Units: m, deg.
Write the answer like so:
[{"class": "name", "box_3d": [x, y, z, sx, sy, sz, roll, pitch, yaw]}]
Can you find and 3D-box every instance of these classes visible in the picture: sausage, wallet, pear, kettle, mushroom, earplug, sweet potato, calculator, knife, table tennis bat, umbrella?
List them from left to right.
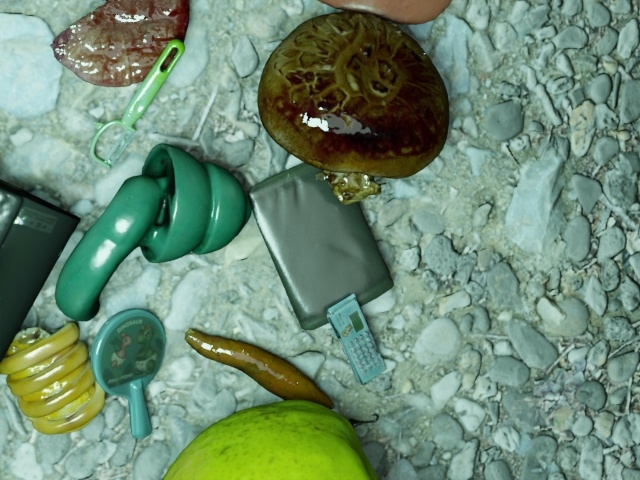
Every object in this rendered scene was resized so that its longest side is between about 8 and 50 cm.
[{"class": "kettle", "box_3d": [-0.442, 0.074, 0.949, 0.203, 0.262, 0.308, 30, 83, -54]}, {"class": "table tennis bat", "box_3d": [-0.274, 0.197, 1.121, 0.124, 0.033, 0.201, -21, 112, -45]}, {"class": "knife", "box_3d": [-0.261, -0.196, 1.073, 0.054, 0.015, 0.212, 32, 104, -26]}, {"class": "earplug", "box_3d": [-0.226, -0.005, 1.066, 0.280, 0.164, 0.258, -5, 104, -28]}, {"class": "sweet potato", "box_3d": [-0.087, 0.198, 1.186, 0.264, 0.057, 0.057, 33, 85, -14]}, {"class": "pear", "box_3d": [-0.069, 0.422, 1.062, 0.390, 0.391, 0.391, -2, 96, -18]}, {"class": "wallet", "box_3d": [0.000, 0.000, 1.197, 0.168, 0.052, 0.245, -25, 98, -15]}, {"class": "umbrella", "box_3d": [0.024, 0.303, 1.251, 0.148, 0.022, 0.022, -8, 122, -10]}, {"class": "calculator", "box_3d": [0.058, 0.161, 1.215, 0.057, 0.018, 0.172, -32, 125, -13]}, {"class": "mushroom", "box_3d": [0.054, -0.198, 1.116, 0.296, 0.163, 0.279, 0, 85, -20]}, {"class": "sausage", "box_3d": [0.085, -0.404, 1.135, 0.254, 0.148, 0.148, 0, 96, -19]}]

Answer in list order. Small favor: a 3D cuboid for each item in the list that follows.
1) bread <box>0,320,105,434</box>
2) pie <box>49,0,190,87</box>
[{"class": "bread", "box_3d": [-0.375, 0.193, 1.079, 0.119, 0.084, 0.177, -26, 107, -13]}, {"class": "pie", "box_3d": [-0.286, -0.322, 1.070, 0.204, 0.054, 0.219, 4, 92, -18]}]
